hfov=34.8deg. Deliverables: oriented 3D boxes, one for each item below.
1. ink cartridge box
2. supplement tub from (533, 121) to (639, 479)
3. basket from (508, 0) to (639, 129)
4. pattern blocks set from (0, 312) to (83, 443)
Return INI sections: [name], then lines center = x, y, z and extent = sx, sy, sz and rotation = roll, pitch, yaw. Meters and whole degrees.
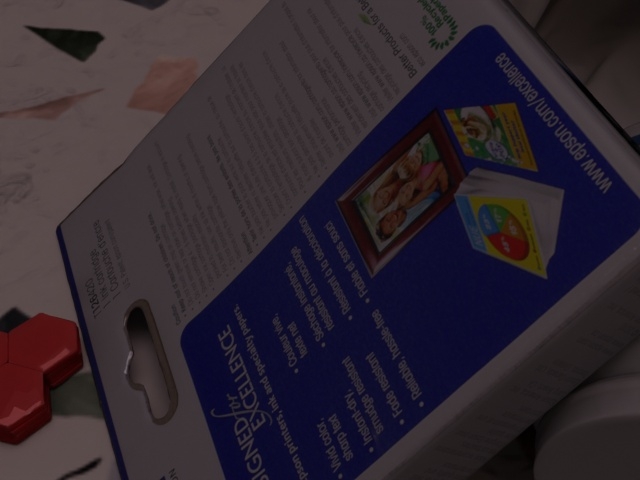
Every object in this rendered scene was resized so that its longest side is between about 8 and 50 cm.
[ink cartridge box]
center = 0.000, 0.000, 0.541
extent = 0.072, 0.307, 0.304
rotation = 25, 28, -42
[supplement tub]
center = 0.184, 0.046, 0.515
extent = 0.144, 0.144, 0.200
rotation = 13, 48, 12
[basket]
center = 0.284, -0.210, 0.618
extent = 0.331, 0.328, 0.266
rotation = 19, 44, 12
[pattern blocks set]
center = -0.308, 0.126, 0.525
extent = 0.285, 0.026, 0.325
rotation = 16, 49, 15
